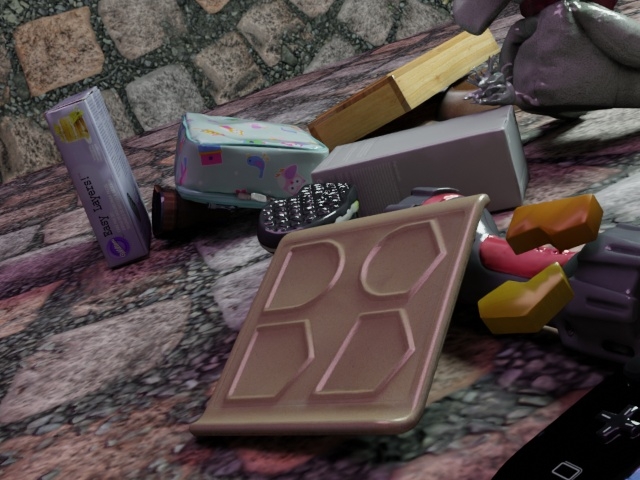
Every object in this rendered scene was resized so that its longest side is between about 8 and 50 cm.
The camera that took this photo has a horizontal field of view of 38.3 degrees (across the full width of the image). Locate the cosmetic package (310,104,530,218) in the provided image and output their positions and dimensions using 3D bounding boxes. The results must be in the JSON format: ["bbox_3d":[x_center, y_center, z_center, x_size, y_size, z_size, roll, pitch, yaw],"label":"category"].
[{"bbox_3d":[0.122,-0.079,1.103,0.238,0.107,0.127,-8,18,22],"label":"cosmetic package"}]

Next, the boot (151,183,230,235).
[{"bbox_3d":[-0.207,-0.045,1.439,0.106,0.082,0.219,1,7,-15],"label":"boot"}]

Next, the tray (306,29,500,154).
[{"bbox_3d":[0.164,-0.290,1.722,0.203,0.076,0.411,-26,8,39],"label":"tray"}]

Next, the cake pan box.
[{"bbox_3d":[-0.333,-0.106,1.420,0.070,0.245,0.267,-19,16,-4],"label":"cake pan box"}]

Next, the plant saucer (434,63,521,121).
[{"bbox_3d":[0.349,-0.283,1.640,0.311,0.050,0.310,-17,15,5],"label":"plant saucer"}]

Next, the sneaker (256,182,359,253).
[{"bbox_3d":[0.000,0.000,0.975,0.084,0.097,0.235,3,13,17],"label":"sneaker"}]

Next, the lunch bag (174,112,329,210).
[{"bbox_3d":[-0.101,-0.116,1.370,0.224,0.107,0.279,6,15,-13],"label":"lunch bag"}]

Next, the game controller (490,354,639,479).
[{"bbox_3d":[0.208,0.126,0.378,0.167,0.067,0.319,-25,16,-23],"label":"game controller"}]

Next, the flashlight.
[{"bbox_3d":[0.163,0.014,0.737,0.103,0.103,0.304,-30,18,-23],"label":"flashlight"}]

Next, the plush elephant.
[{"bbox_3d":[0.316,-0.296,1.187,0.330,0.255,0.272,-2,4,-32],"label":"plush elephant"}]

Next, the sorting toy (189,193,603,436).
[{"bbox_3d":[0.055,0.057,0.696,0.307,0.041,0.229,-10,41,40],"label":"sorting toy"}]
